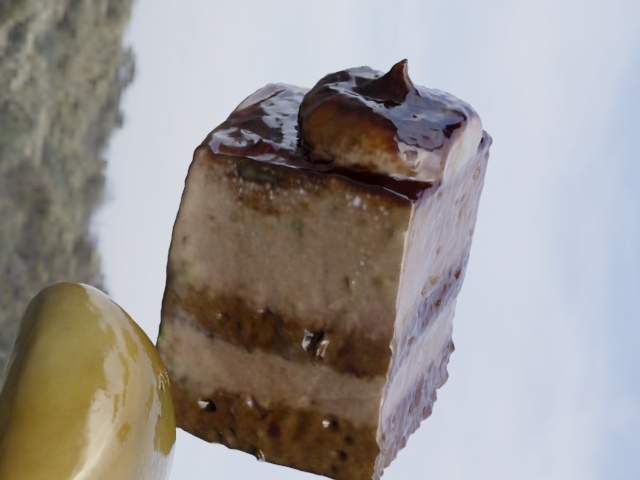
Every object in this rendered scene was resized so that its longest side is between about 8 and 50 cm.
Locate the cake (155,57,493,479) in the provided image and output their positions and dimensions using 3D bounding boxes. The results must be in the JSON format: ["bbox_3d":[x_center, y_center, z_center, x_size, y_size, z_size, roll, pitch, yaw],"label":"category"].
[{"bbox_3d":[0.000,0.000,1.198,0.196,0.198,0.293,-40,143,-58],"label":"cake"}]

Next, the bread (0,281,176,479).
[{"bbox_3d":[-0.133,0.121,0.960,0.217,0.098,0.147,101,2,-66],"label":"bread"}]
